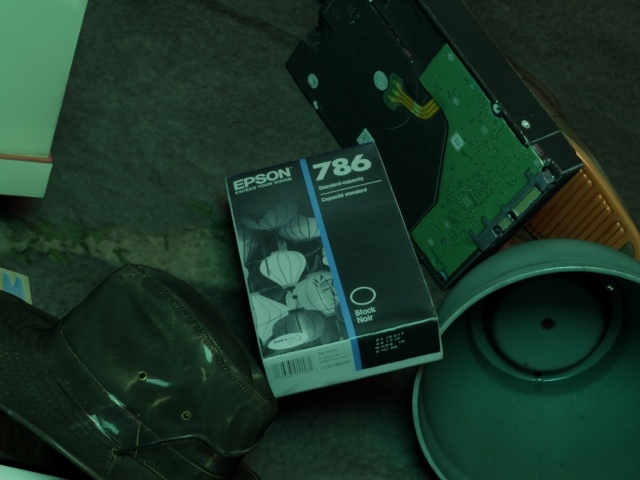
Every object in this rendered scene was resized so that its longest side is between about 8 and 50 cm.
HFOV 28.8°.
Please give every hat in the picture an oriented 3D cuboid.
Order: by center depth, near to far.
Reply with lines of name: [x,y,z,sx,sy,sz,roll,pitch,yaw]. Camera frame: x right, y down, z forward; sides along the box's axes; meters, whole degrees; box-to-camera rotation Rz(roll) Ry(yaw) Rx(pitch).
hat: [-0.133,0.110,1.042,0.331,0.134,0.331,39,9,-7]

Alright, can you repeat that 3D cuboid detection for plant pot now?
plant pot: [0.238,0.118,1.268,0.293,0.293,0.196,28,22,-9]

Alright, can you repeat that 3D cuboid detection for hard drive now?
hard drive: [0.115,-0.144,1.381,0.064,0.237,0.339,-22,70,-37]

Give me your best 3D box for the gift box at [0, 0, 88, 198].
gift box: [-0.355,-0.196,1.156,0.255,0.258,0.276,8,36,-22]

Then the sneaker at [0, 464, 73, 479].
sneaker: [-0.285,0.246,0.974,0.350,0.131,0.148,15,71,-9]

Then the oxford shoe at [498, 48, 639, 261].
oxford shoe: [0.280,-0.115,1.528,0.133,0.130,0.363,-26,73,-45]

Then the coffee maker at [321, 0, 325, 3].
coffee maker: [0.096,-0.369,1.570,0.120,0.171,0.178,47,49,-14]

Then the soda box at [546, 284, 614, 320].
soda box: [0.256,0.059,1.434,0.169,0.060,0.053,1,60,-29]

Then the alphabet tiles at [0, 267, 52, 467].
alphabet tiles: [-0.332,0.084,1.057,0.237,0.009,0.198,24,42,-47]

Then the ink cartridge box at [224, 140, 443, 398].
ink cartridge box: [0.000,0.000,1.230,0.165,0.065,0.332,-14,42,-3]
